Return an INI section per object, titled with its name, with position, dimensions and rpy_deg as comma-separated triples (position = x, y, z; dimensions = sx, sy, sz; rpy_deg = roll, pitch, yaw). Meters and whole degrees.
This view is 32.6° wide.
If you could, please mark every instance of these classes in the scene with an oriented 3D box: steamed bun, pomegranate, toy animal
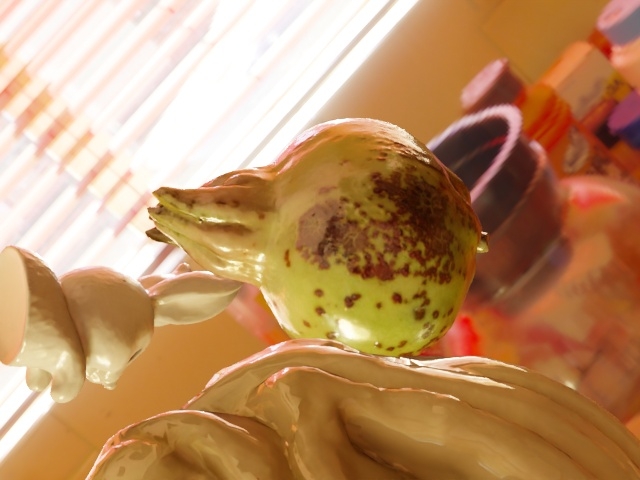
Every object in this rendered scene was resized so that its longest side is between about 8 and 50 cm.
[steamed bun]
position = 0.022, 0.182, 0.342
dimensions = 0.289, 0.203, 0.276
rpy_deg = -15, -61, -51
[pomegranate]
position = 0.005, -0.016, 0.933
dimensions = 0.204, 0.276, 0.222
rpy_deg = -52, 19, 9
[toy animal]
position = -0.167, 0.072, 0.932
dimensions = 0.104, 0.221, 0.131
rpy_deg = -21, 72, 48
